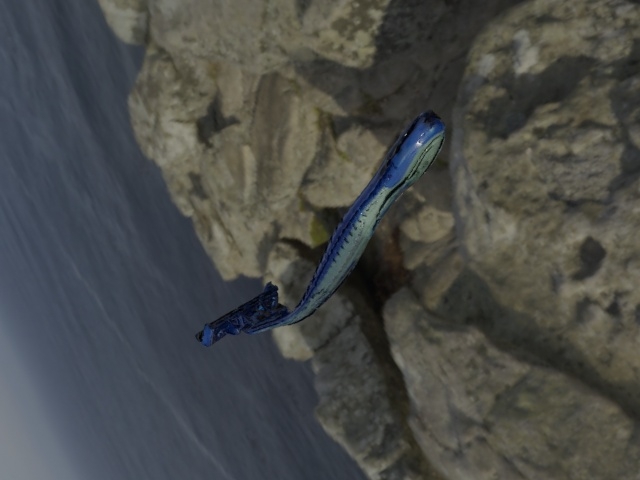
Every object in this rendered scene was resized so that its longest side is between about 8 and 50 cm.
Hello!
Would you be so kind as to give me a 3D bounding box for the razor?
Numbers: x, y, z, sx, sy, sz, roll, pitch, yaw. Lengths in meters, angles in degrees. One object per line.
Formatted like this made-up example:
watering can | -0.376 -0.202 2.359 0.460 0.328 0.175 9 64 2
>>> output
razor | 0.007 0.010 0.660 0.056 0.093 0.324 52 137 7
